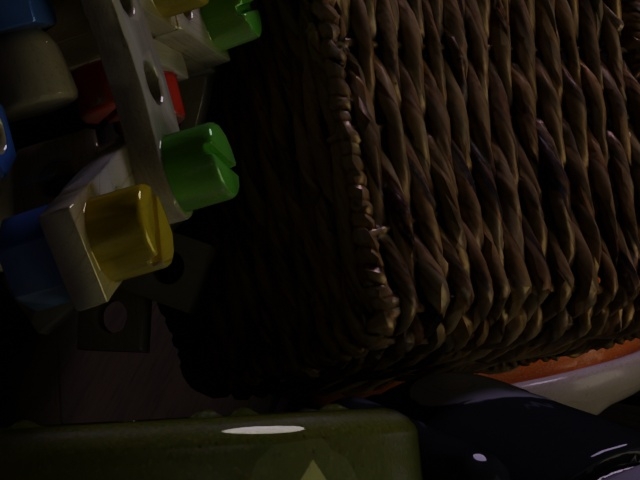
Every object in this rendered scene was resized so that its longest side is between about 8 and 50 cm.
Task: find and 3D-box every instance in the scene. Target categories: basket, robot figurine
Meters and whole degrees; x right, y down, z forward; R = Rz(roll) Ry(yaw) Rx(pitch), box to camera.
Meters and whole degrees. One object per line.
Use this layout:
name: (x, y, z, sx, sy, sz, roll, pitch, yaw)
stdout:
basket: (0.032, -0.072, 0.917, 0.213, 0.223, 0.299, -23, -105, 52)
robot figurine: (0.092, 0.160, 0.790, 0.209, 0.278, 0.173, 2, 99, -35)

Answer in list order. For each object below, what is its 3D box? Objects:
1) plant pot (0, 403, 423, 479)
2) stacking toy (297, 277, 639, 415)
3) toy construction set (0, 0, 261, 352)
plant pot: (-0.071, 0.239, 0.632, 0.366, 0.367, 0.352, 28, 59, -79)
stacking toy: (0.112, -0.054, 1.672, 0.350, 0.351, 0.479, -12, 90, -79)
toy construction set: (-0.092, -0.056, 0.721, 0.327, 0.151, 0.215, 83, -8, -80)
